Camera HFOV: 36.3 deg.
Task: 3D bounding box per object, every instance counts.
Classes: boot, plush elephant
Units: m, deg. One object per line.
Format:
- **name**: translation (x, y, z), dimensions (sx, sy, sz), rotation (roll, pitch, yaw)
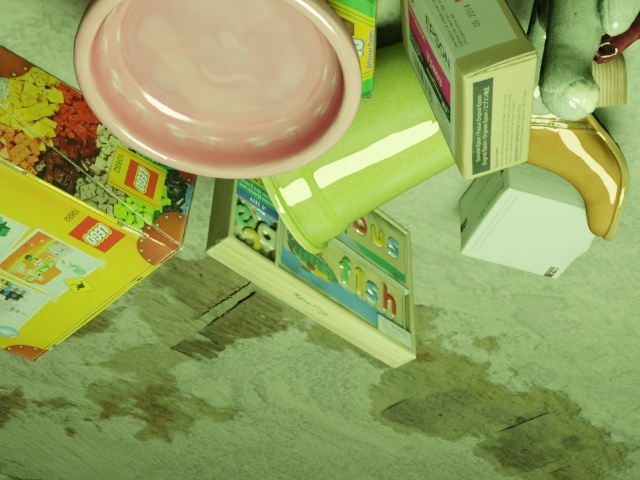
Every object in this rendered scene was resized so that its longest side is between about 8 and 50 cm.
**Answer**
- **boot**: translation (0.323, -0.127, 1.399), dimensions (0.220, 0.109, 0.283), rotation (-5, 116, 7)
- **plush elephant**: translation (0.384, -0.276, 1.118), dimensions (0.255, 0.330, 0.272), rotation (10, -178, 2)

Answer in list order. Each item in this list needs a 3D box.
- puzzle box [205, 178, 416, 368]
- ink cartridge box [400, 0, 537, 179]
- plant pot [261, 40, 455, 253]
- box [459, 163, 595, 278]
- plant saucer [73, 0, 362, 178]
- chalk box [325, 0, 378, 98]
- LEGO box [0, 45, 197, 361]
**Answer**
- **puzzle box**: translation (0.000, 0.000, 1.537), dimensions (0.052, 0.272, 0.409), rotation (-32, 130, 32)
- **ink cartridge box**: translation (0.165, -0.222, 1.139), dimensions (0.088, 0.235, 0.193), rotation (-18, 147, -1)
- **plant pot**: translation (0.059, -0.153, 1.368), dimensions (0.254, 0.276, 0.276), rotation (-21, 136, 13)
- **box**: translation (0.339, -0.051, 1.552), dimensions (0.182, 0.119, 0.181), rotation (14, 141, -12)
- **plant saucer**: translation (-0.116, -0.208, 1.142), dimensions (0.332, 0.084, 0.332), rotation (3, 143, 2)
- **chalk box**: translation (-0.071, -0.305, 1.223), dimensions (0.289, 0.180, 0.179), rotation (3, 143, 1)
- **LEGO box**: translation (-0.501, -0.031, 1.617), dimensions (0.372, 0.193, 0.500), rotation (30, 136, -29)
